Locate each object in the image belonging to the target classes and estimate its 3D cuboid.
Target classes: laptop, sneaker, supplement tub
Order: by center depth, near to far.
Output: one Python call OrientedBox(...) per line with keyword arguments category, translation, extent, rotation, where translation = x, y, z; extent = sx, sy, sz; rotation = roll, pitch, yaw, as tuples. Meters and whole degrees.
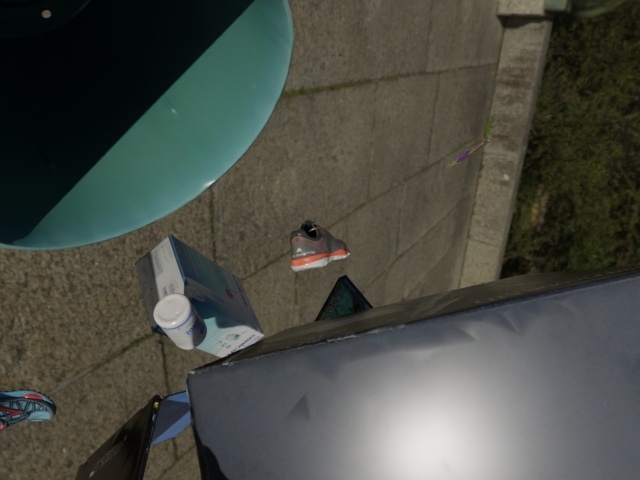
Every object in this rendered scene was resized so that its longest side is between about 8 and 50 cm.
OrientedBox(category="sneaker", translation=(0.000, 0.000, 0.665), extent=(0.158, 0.061, 0.065), rotation=(-19, 97, -73))
OrientedBox(category="supplement tub", translation=(-0.264, 0.154, 0.895), extent=(0.071, 0.070, 0.107), rotation=(-57, 154, -28))
OrientedBox(category="laptop", translation=(-0.375, 0.524, 1.069), extent=(0.236, 0.382, 0.408), rotation=(32, 30, -27))
OrientedBox(category="sneaker", translation=(-0.818, 0.453, 1.197), extent=(0.261, 0.125, 0.104), rotation=(21, 118, -36))

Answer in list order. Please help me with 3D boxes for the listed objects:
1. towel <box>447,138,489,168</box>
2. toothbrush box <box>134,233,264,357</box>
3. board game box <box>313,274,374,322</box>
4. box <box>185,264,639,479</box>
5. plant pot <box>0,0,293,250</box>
OrientedBox(category="towel", translation=(0.275, -0.163, 0.879), extent=(0.083, 0.009, 0.060), rotation=(-36, 175, 28))
OrientedBox(category="toothbrush box", translation=(-0.300, 0.153, 1.194), extent=(0.126, 0.216, 0.295), rotation=(-37, 141, 6))
OrientedBox(category="board game box", translation=(0.052, 0.178, 1.001), extent=(0.026, 0.126, 0.186), rotation=(-19, 148, -39))
OrientedBox(category="box", translation=(0.155, 0.228, 0.633), extent=(0.472, 0.478, 0.298), rotation=(31, 45, -82))
OrientedBox(category="plant pot", translation=(-0.209, -0.174, 0.388), extent=(0.293, 0.235, 0.293), rotation=(-37, 165, -12))
